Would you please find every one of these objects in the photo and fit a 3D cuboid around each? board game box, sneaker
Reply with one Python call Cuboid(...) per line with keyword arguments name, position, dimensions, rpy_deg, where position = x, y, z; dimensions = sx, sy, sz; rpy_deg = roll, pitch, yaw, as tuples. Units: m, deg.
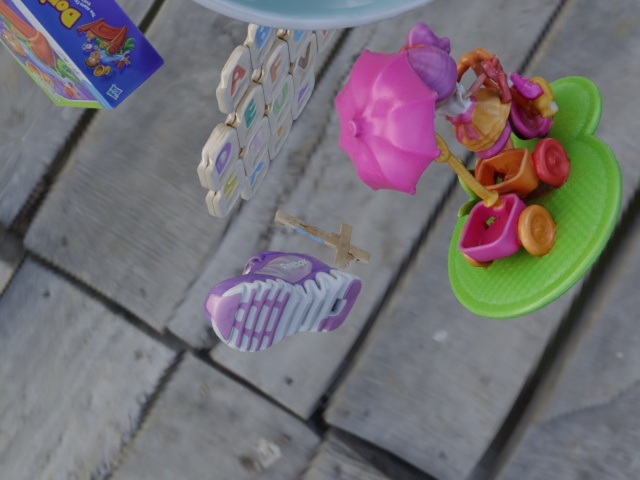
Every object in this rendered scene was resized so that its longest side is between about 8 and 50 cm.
Cuboid(name="board game box", position=(-0.333, -0.293, 1.681), dimensions=(0.078, 0.233, 0.347), rpy_deg=(-45, 110, -13))
Cuboid(name="sneaker", position=(-0.061, 0.059, 1.858), dimensions=(0.104, 0.236, 0.095), rpy_deg=(40, 116, 29))

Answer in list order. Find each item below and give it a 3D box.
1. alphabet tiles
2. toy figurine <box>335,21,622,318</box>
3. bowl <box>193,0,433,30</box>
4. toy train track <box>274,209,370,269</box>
Cuboid(name="alphabet tiles", position=(-0.050, -0.163, 1.702), dimensions=(0.021, 0.278, 0.284), rpy_deg=(24, 69, 13))
Cuboid(name="toy figurine", position=(0.082, -0.066, 0.936), dimensions=(0.159, 0.130, 0.173), rpy_deg=(36, 58, -32))
Cuboid(name="bowl", position=(-0.009, -0.264, 0.698), dimensions=(0.311, 0.163, 0.312), rpy_deg=(-20, 129, -26))
Cuboid(name="toy train track", position=(0.000, 0.000, 1.269), dimensions=(0.083, 0.014, 0.048), rpy_deg=(26, 44, -14))
